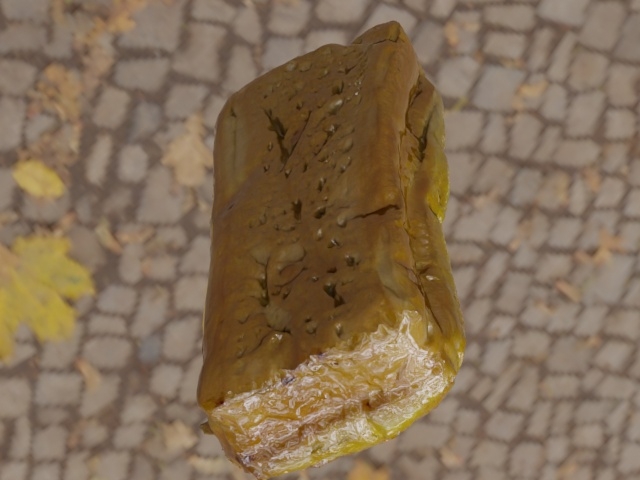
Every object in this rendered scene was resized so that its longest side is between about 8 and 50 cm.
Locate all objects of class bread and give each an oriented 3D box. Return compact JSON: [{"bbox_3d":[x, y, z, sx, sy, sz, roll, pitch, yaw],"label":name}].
[{"bbox_3d":[-0.001,-0.001,0.877,0.139,0.271,0.077,-25,124,16],"label":"bread"}]
